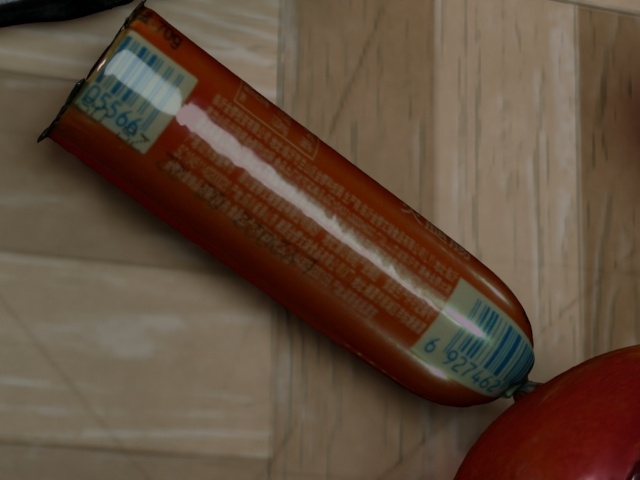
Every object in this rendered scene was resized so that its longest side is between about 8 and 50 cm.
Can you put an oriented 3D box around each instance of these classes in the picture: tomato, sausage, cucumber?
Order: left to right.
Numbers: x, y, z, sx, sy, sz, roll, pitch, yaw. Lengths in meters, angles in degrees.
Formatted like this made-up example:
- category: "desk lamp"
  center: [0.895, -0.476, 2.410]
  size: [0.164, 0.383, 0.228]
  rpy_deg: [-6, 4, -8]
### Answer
- category: "cucumber"
  center: [-0.103, -0.124, 0.790]
  size: [0.163, 0.039, 0.043]
  rpy_deg: [-26, 68, -28]
- category: "sausage"
  center: [0.000, 0.000, 0.786]
  size: [0.264, 0.083, 0.083]
  rpy_deg: [37, 66, -13]
- category: "tomato"
  center: [0.131, 0.139, 0.774]
  size: [0.233, 0.140, 0.200]
  rpy_deg: [43, 70, -48]
